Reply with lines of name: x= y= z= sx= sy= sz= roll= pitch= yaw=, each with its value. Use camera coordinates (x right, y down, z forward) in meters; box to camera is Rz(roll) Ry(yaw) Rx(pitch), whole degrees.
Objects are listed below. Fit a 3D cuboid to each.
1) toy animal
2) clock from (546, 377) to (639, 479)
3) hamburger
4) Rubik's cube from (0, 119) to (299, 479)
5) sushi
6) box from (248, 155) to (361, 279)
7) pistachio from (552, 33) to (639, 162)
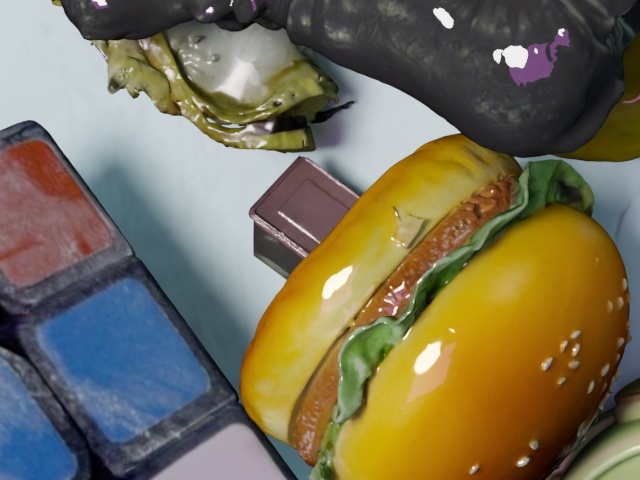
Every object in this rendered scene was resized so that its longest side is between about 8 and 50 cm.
toy animal: x=0.021 y=-0.156 z=0.971 sx=0.343 sy=0.106 sz=0.168 roll=17 pitch=89 yaw=23
clock: x=0.239 y=0.191 z=1.059 sx=0.235 sy=0.096 sz=0.308 roll=46 pitch=112 yaw=9
hamburger: x=0.081 y=0.065 z=1.019 sx=0.170 sy=0.246 sz=0.246 roll=42 pitch=113 yaw=16
Rubik's cube: x=-0.261 y=0.190 z=1.081 sx=0.359 sy=0.362 sz=0.363 roll=56 pitch=136 yaw=7
sushi: x=-0.099 y=-0.170 z=1.108 sx=0.131 sy=0.139 sz=0.291 roll=-35 pitch=85 yaw=17
box: x=0.000 y=0.000 z=1.131 sx=0.084 sy=0.060 sz=0.063 roll=36 pitch=155 yaw=11
pistachio: x=0.159 y=-0.098 z=1.019 sx=0.189 sy=0.100 sz=0.110 roll=4 pitch=72 yaw=22
